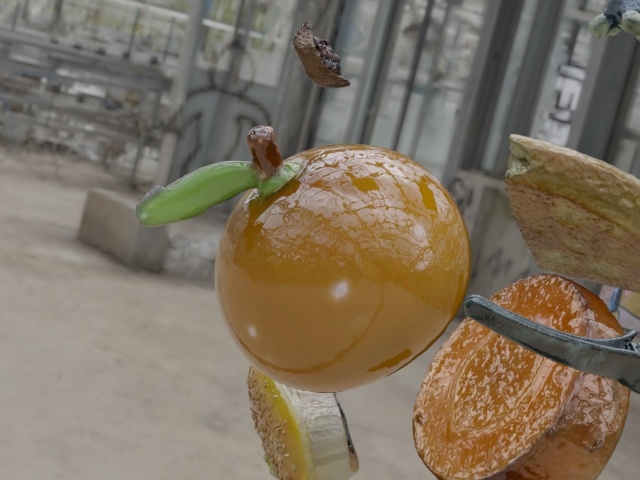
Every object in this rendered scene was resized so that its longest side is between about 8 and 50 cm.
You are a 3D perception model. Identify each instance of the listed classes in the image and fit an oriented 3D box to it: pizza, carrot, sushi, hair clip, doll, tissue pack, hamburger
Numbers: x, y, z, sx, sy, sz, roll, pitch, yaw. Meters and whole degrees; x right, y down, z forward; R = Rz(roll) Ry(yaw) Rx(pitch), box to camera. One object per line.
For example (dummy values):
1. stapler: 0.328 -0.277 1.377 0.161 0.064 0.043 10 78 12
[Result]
1. pizza: 0.370 -0.023 1.544 0.268 0.087 0.258 17 -20 28
2. carrot: 0.231 0.167 1.450 0.258 0.307 0.100 -22 -49 39
3. sushi: 0.000 -0.234 1.629 0.099 0.047 0.050 56 17 -19
4. hair clip: 0.221 0.089 1.131 0.229 0.039 0.070 19 31 -36
5. doll: 0.273 -0.179 1.024 0.083 0.051 0.076 17 4 -18
6. doll: 0.000 0.000 0.994 0.236 0.213 0.213 52 -10 -26
7. tissue pack: 0.470 0.069 1.814 0.115 0.155 0.065 24 -6 -12
8. hamburger: -0.027 0.225 1.550 0.116 0.173 0.210 -20 39 -3
